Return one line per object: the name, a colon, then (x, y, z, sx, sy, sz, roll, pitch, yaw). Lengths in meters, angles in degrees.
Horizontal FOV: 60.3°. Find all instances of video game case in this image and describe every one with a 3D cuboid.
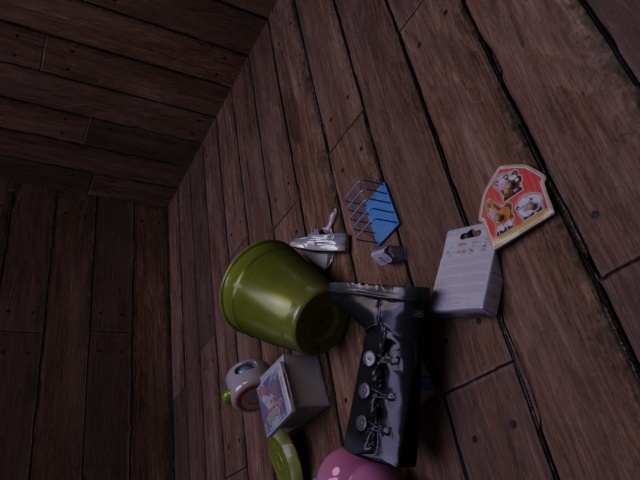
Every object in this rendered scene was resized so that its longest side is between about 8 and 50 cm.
video game case: (-0.154, 0.540, 1.872, 0.201, 0.023, 0.183, -55, 41, 38)

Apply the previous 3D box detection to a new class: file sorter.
file sorter: (0.158, -0.091, 1.729, 0.118, 0.104, 0.170, -50, 41, 41)

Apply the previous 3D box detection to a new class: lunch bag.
lunch bag: (0.201, 0.044, 1.638, 0.071, 0.083, 0.053, -24, 61, 55)

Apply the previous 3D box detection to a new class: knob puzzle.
knob puzzle: (0.443, -0.100, 1.294, 0.213, 0.030, 0.213, -30, 51, 47)

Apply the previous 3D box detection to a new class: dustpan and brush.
dustpan and brush: (0.016, -0.017, 2.012, 0.147, 0.060, 0.211, 31, 116, 45)

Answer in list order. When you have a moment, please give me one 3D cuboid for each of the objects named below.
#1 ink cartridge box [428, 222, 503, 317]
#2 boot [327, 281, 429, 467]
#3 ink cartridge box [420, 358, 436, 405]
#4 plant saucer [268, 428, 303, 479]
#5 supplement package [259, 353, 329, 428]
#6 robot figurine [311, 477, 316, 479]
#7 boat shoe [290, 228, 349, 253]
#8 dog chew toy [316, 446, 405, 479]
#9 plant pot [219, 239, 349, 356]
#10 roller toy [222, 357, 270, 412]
ink cartridge box: (0.376, 0.077, 1.384, 0.189, 0.066, 0.232, -15, 48, 58)
boot: (0.127, 0.340, 1.484, 0.367, 0.146, 0.446, -3, 81, 58)
ink cartridge box: (0.214, 0.353, 1.535, 0.134, 0.078, 0.231, -56, 38, 34)
plant saucer: (-0.133, 0.788, 1.975, 0.241, 0.037, 0.241, 36, 133, 52)
supplement package: (-0.096, 0.533, 1.947, 0.203, 0.149, 0.194, -50, 43, 41)
robot figurine: (-0.035, 0.864, 1.606, 0.200, 0.300, 0.353, -51, 3, 45)
boat shoe: (0.000, 0.000, 1.939, 0.227, 0.079, 0.081, 3, 79, 27)
dog chew toy: (0.138, 0.678, 1.471, 0.331, 0.206, 0.207, -1, 81, 52)
plant pot: (-0.100, 0.220, 1.888, 0.353, 0.366, 0.367, 23, 103, 48)
roller toy: (-0.276, 0.575, 2.207, 0.191, 0.209, 0.146, -54, 37, 17)
